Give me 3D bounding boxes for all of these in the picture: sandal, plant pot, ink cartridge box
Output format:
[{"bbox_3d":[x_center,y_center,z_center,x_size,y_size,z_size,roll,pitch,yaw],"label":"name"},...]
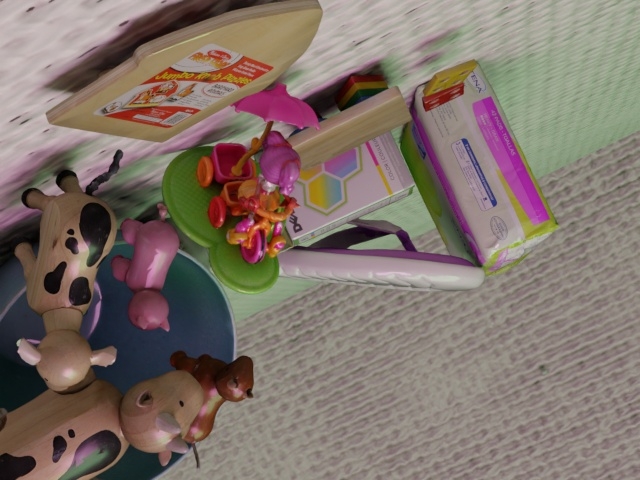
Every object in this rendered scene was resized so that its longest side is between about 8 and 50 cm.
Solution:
[{"bbox_3d":[-0.004,-0.001,1.328,0.416,0.102,0.169,5,177,17],"label":"sandal"},{"bbox_3d":[-0.263,0.109,1.166,0.290,0.290,0.195,-20,-152,-29],"label":"plant pot"},{"bbox_3d":[-0.009,-0.064,1.228,0.209,0.109,0.062,-24,172,-1],"label":"ink cartridge box"}]

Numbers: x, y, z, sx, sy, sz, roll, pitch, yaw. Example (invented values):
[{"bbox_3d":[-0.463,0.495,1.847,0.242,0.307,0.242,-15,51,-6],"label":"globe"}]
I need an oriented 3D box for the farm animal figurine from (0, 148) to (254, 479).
[{"bbox_3d":[-0.205,0.137,0.966,0.326,0.330,0.172,-43,-142,-9],"label":"farm animal figurine"}]

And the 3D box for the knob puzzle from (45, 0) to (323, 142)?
[{"bbox_3d":[-0.086,-0.135,0.802,0.213,0.030,0.213,-24,172,-4],"label":"knob puzzle"}]

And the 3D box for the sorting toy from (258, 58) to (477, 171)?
[{"bbox_3d":[0.030,-0.132,1.120,0.274,0.046,0.132,-25,172,7],"label":"sorting toy"}]

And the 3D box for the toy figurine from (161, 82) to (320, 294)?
[{"bbox_3d":[-0.057,-0.063,0.990,0.130,0.173,0.159,0,147,-29],"label":"toy figurine"}]

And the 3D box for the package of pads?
[{"bbox_3d":[0.195,-0.071,1.369,0.101,0.229,0.296,-24,173,-2],"label":"package of pads"}]

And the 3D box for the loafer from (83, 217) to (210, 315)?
[{"bbox_3d":[-0.249,0.061,1.326,0.319,0.112,0.111,-31,178,44],"label":"loafer"}]
